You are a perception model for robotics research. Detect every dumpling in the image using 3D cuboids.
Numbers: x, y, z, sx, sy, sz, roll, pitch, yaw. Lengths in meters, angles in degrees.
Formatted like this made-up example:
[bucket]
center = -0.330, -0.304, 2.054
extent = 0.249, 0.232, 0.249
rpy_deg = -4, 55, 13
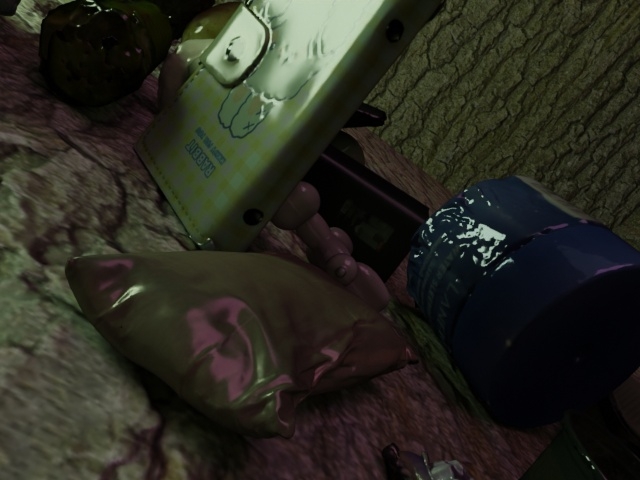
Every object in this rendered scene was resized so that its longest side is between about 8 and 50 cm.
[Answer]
[dumpling]
center = -0.098, -0.214, 0.744
extent = 0.132, 0.250, 0.163
rpy_deg = 103, -20, -70

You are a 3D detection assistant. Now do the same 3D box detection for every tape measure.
[tape measure]
center = 0.424, 0.271, 0.722
extent = 0.231, 0.133, 0.271
rpy_deg = 40, 14, -21

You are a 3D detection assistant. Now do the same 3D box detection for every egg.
[egg]
center = 0.019, -0.139, 0.960
extent = 0.114, 0.114, 0.152
rpy_deg = 44, 15, 17

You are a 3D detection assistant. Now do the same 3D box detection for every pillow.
[pillow]
center = -0.033, 0.065, 0.414
extent = 0.173, 0.067, 0.270
rpy_deg = 39, 16, 21

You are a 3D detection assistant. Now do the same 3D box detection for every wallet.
[wallet]
center = -0.046, -0.153, 0.533
extent = 0.077, 0.309, 0.223
rpy_deg = 25, 19, -46

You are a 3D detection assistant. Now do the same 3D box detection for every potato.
[potato]
center = -0.136, -0.344, 1.041
extent = 0.173, 0.210, 0.307
rpy_deg = 22, 17, 25

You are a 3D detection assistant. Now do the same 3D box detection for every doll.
[doll]
center = 0.000, 0.000, 0.593
extent = 0.160, 0.059, 0.161
rpy_deg = 52, 3, -46

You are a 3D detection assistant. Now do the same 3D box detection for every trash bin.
[trash bin]
center = 0.041, -0.061, 0.813
extent = 0.225, 0.115, 0.165
rpy_deg = 37, 16, 2

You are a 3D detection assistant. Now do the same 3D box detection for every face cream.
[face cream]
center = 0.259, 0.069, 0.689
extent = 0.249, 0.249, 0.225
rpy_deg = 27, 19, -33

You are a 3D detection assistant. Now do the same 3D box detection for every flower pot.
[flower pot]
center = 0.223, 0.232, 0.438
extent = 0.157, 0.107, 0.157
rpy_deg = 38, 16, -13

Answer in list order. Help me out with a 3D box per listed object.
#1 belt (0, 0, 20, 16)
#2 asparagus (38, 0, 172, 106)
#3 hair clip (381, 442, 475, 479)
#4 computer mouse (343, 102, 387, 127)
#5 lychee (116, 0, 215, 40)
[belt]
center = -0.419, -0.346, 0.551
extent = 0.207, 0.150, 0.257
rpy_deg = 35, 14, 22
[asparagus]
center = -0.260, -0.264, 0.718
extent = 0.382, 0.128, 0.108
rpy_deg = -105, 174, -65
[hair clip]
center = 0.114, 0.224, 0.310
extent = 0.106, 0.084, 0.292
rpy_deg = 49, 4, -34
[computer mouse]
center = -0.034, -0.225, 0.900
extent = 0.295, 0.087, 0.168
rpy_deg = -2, 15, -6
[lychee]
center = -0.293, -0.486, 0.972
extent = 0.255, 0.255, 0.274
rpy_deg = 28, 3, -32
